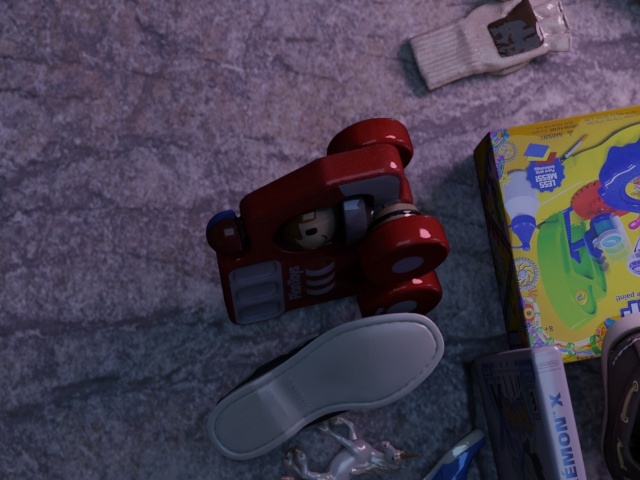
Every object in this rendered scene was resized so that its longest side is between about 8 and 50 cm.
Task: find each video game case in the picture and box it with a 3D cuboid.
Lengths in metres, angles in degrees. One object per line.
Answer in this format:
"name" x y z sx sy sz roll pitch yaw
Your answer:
"video game case" 0.243 0.270 1.588 0.036 0.329 0.300 -11 85 -6

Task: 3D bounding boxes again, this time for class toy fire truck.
"toy fire truck" 0.000 0.000 1.635 0.253 0.302 0.169 -15 65 -6

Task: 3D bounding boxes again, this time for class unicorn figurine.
"unicorn figurine" 0.030 0.266 1.730 0.111 0.060 0.162 46 102 3

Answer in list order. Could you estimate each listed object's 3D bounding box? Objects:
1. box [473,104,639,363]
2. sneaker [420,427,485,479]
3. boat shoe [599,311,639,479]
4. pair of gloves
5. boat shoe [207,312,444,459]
"box" 0.355 -0.008 1.691 0.289 0.177 0.279 -11 86 -1
"sneaker" 0.164 0.304 1.719 0.084 0.058 0.152 43 90 9
"boat shoe" 0.383 0.226 1.619 0.116 0.097 0.324 -13 129 2
"pair of gloves" 0.196 -0.324 1.786 0.204 0.042 0.240 -13 84 -1
"boat shoe" 0.005 0.158 1.686 0.302 0.091 0.114 -22 99 11
